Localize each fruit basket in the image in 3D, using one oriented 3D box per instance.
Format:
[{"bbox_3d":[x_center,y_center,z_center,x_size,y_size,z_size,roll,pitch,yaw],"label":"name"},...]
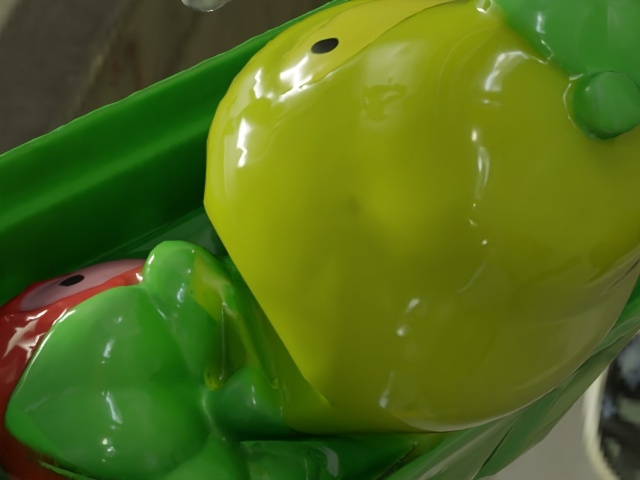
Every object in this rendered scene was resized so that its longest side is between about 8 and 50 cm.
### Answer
[{"bbox_3d":[0.000,0.000,0.705,0.392,0.283,0.392,-36,-31,-25],"label":"fruit basket"}]

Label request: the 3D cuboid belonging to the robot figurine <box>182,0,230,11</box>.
[{"bbox_3d":[-0.054,-0.332,1.325,0.353,0.199,0.300,-49,-20,-69],"label":"robot figurine"}]
